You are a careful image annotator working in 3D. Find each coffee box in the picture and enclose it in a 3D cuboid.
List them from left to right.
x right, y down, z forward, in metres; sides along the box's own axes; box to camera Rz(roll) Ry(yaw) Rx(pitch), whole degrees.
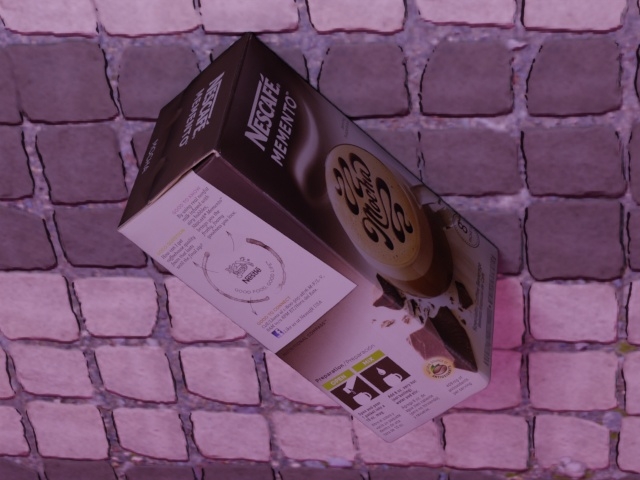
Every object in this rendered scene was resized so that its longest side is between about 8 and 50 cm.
[{"bbox_3d":[0.000,0.000,1.217,0.297,0.168,0.119,39,125,-22],"label":"coffee box"}]
